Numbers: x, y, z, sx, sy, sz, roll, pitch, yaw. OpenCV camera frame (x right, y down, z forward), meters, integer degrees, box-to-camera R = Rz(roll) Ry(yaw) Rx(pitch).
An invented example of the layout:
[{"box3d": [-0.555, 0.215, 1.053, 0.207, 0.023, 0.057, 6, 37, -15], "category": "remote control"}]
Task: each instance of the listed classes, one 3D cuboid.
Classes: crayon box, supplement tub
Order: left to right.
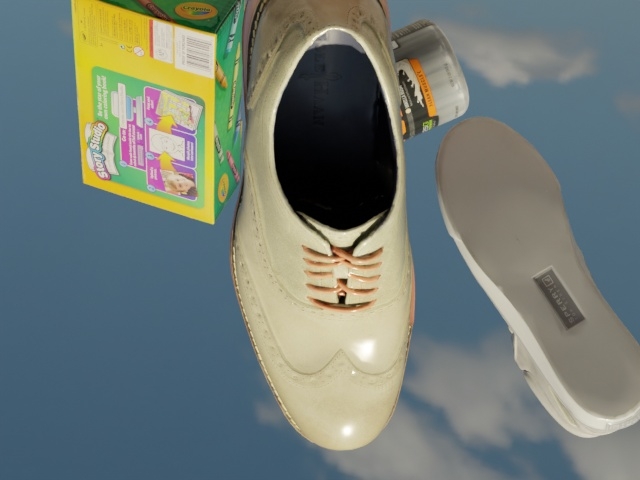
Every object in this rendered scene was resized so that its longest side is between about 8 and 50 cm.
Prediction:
[{"box3d": [-0.174, -0.159, 1.742, 0.165, 0.278, 0.081, 18, -133, 12], "category": "crayon box"}, {"box3d": [0.056, -0.156, 1.765, 0.190, 0.117, 0.117, -25, -152, -7], "category": "supplement tub"}]

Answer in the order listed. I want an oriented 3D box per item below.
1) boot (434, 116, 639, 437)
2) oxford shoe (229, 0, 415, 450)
[{"box3d": [0.158, 0.037, 1.239, 0.095, 0.258, 0.123, -24, 167, -10], "category": "boot"}, {"box3d": [0.000, 0.000, 1.164, 0.140, 0.397, 0.146, -7, -154, -1], "category": "oxford shoe"}]
